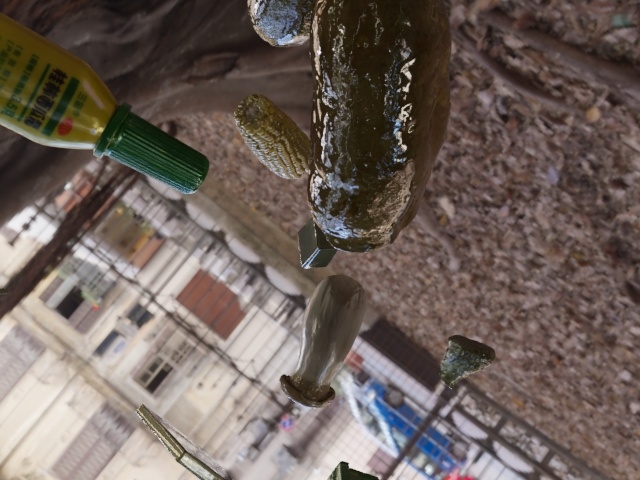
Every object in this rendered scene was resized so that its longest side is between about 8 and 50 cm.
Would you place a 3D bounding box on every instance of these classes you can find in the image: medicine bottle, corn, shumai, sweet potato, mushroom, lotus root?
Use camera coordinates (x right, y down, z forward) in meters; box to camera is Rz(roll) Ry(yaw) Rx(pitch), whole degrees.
[{"bbox_3d":[-0.270,-0.145,0.885,0.309,0.111,0.076,28,-165,-27],"label":"medicine bottle"},{"bbox_3d":[-0.077,-0.180,1.412,0.101,0.101,0.310,36,-179,15],"label":"corn"},{"bbox_3d":[0.215,0.188,1.146,0.082,0.080,0.083,21,-174,35],"label":"shumai"},{"bbox_3d":[0.058,-0.153,0.764,0.158,0.158,0.369,34,144,27],"label":"sweet potato"},{"bbox_3d":[0.009,0.156,1.194,0.088,0.212,0.097,11,171,32],"label":"mushroom"},{"bbox_3d":[-0.022,-0.355,1.019,0.123,0.123,0.241,15,150,-18],"label":"lotus root"}]

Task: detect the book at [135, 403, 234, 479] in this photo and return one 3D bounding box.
[{"bbox_3d":[-0.245,0.421,1.482,0.202,0.027,0.264,47,165,-26],"label":"book"}]

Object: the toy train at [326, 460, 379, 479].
[{"bbox_3d":[0.111,0.654,1.765,0.203,0.120,0.301,19,-163,-6],"label":"toy train"}]

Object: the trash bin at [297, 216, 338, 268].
[{"bbox_3d":[0.000,0.000,1.108,0.043,0.060,0.092,-3,165,-16],"label":"trash bin"}]

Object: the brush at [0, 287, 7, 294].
[{"bbox_3d":[-0.697,0.113,1.594,0.016,0.013,0.084,41,-154,21],"label":"brush"}]
